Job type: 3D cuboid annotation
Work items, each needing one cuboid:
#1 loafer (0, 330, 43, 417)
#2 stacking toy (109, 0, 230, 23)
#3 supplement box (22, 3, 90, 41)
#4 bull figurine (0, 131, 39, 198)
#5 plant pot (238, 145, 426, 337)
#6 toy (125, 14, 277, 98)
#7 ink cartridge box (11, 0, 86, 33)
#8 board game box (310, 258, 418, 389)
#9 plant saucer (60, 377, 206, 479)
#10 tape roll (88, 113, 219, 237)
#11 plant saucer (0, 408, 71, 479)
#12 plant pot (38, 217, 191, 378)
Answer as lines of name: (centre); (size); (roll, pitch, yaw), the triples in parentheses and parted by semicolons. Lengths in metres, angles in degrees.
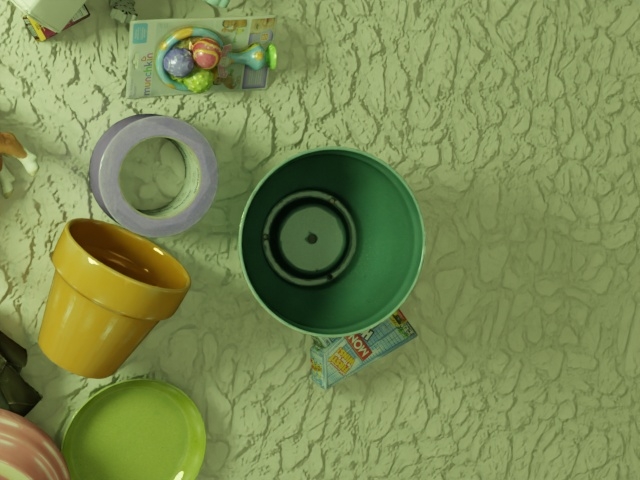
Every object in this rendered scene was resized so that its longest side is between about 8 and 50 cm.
loafer: (-0.487, 0.174, 1.528); (0.078, 0.080, 0.220); (-28, 119, -22)
stacking toy: (-0.194, -0.385, 1.520); (0.221, 0.052, 0.167); (12, 130, -26)
supplement box: (-0.389, -0.330, 1.488); (0.083, 0.055, 0.043); (-33, 111, -16)
bull figurine: (-0.552, -0.056, 1.441); (0.188, 0.101, 0.310); (34, 87, -29)
plant pot: (0.000, 0.000, 1.629); (0.293, 0.196, 0.293); (0, 92, -13)
toy: (-0.176, -0.275, 1.565); (0.237, 0.056, 0.137); (-10, 133, -27)
ink cartridge box: (-0.364, -0.423, 1.399); (0.158, 0.092, 0.218); (43, 93, 18)
board game box: (0.041, 0.155, 1.766); (0.194, 0.060, 0.194); (-42, 113, -13)
plant saucer: (-0.307, 0.337, 1.655); (0.241, 0.037, 0.240); (-4, 101, -23)
tape roll: (-0.259, -0.102, 1.574); (0.189, 0.080, 0.189); (-4, 101, -23)
plant saucer: (-0.537, 0.408, 1.504); (0.332, 0.084, 0.332); (-7, 112, -17)
plant pot: (-0.328, 0.098, 1.526); (0.205, 0.205, 0.188); (23, 104, -26)
